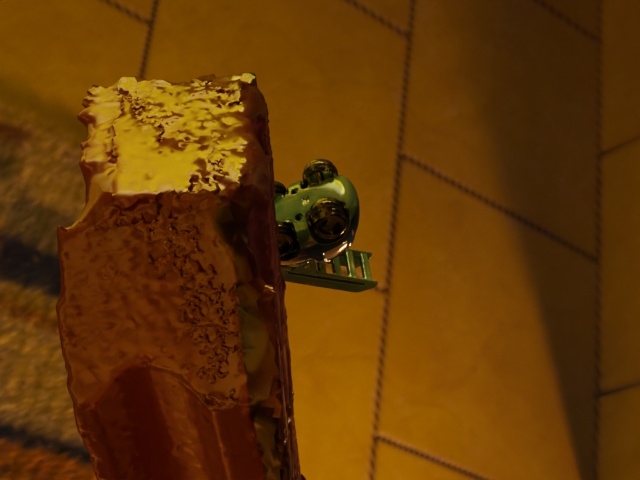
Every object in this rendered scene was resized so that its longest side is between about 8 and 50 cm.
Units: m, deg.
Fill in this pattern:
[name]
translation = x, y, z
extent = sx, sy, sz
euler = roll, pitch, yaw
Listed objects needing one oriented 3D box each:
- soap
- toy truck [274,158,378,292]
[soap]
translation = -0.065, 0.071, 0.824
extent = 0.182, 0.112, 0.289
euler = -87, 171, -53
[toy truck]
translation = 0.000, 0.000, 0.938
extent = 0.056, 0.073, 0.090
euler = -99, 162, -45
